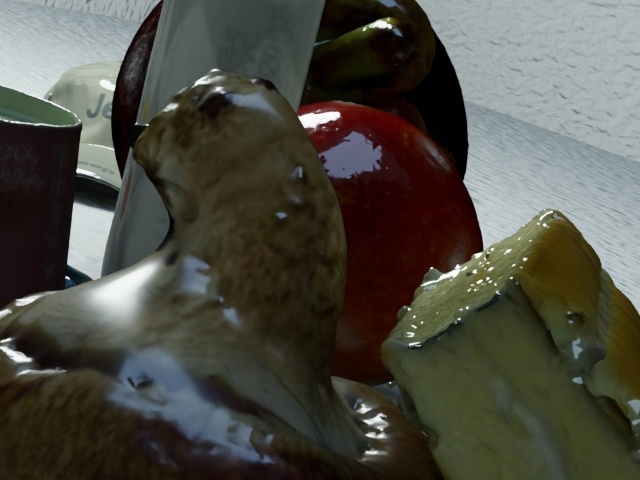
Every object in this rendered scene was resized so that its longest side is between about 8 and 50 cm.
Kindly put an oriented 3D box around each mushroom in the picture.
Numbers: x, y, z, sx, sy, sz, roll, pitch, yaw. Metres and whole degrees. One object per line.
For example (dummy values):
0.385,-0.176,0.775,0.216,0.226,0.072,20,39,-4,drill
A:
-0.056,0.082,0.919,0.267,0.254,0.267,2,36,-2,mushroom

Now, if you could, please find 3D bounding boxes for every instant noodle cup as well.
-0.251,-0.008,1.119,0.235,0.178,0.235,14,9,-2,instant noodle cup

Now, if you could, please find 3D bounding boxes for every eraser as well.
-0.067,-0.078,1.136,0.082,0.396,0.213,13,12,-9,eraser

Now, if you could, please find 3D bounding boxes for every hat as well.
-0.202,-0.116,1.885,0.214,0.149,0.245,14,0,-2,hat

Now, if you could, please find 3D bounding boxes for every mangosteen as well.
-0.017,-0.110,1.545,0.307,0.307,0.347,13,-22,-9,mangosteen

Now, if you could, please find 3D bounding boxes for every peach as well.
0.000,0.000,1.315,0.243,0.199,0.243,16,-12,4,peach

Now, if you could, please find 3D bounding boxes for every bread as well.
0.132,0.112,0.913,0.239,0.111,0.246,56,13,-3,bread

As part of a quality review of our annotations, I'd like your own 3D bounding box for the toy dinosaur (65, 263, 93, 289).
-0.300,-0.008,1.337,0.363,0.076,0.147,12,16,21,toy dinosaur
